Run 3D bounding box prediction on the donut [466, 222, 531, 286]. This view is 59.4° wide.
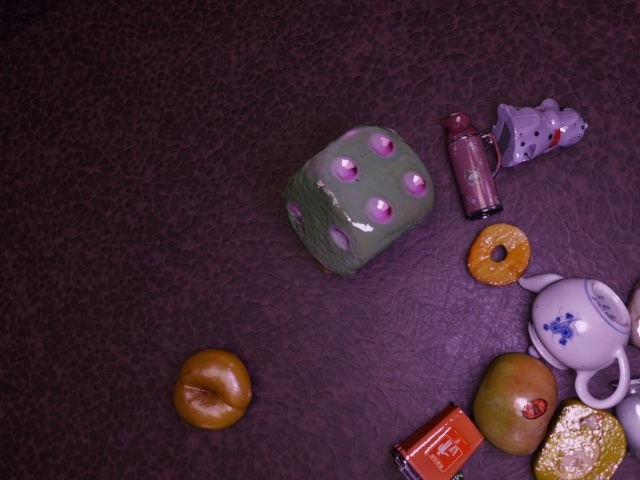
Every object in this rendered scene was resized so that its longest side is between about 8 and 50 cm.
[{"bbox_3d":[0.522,0.049,1.630,0.174,0.074,0.190,6,73,30],"label":"donut"}]

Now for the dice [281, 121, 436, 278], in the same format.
[{"bbox_3d":[0.103,-0.113,1.588,0.322,0.318,0.330,-37,83,-27],"label":"dice"}]

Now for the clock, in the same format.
[{"bbox_3d":[0.648,-0.325,1.637,0.253,0.189,0.189,-14,78,-3],"label":"clock"}]

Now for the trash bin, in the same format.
[{"bbox_3d":[0.325,0.578,1.559,0.238,0.184,0.161,-40,81,-11],"label":"trash bin"}]

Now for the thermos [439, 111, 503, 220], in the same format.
[{"bbox_3d":[0.458,-0.237,1.676,0.136,0.109,0.331,-25,73,45],"label":"thermos"}]

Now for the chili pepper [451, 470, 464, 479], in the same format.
[{"bbox_3d":[0.357,0.697,1.592,0.055,0.035,0.118,35,85,32],"label":"chili pepper"}]

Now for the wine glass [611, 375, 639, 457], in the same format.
[{"bbox_3d":[0.842,0.464,1.481,0.111,0.111,0.205,-9,77,11],"label":"wine glass"}]

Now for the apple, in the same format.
[{"bbox_3d":[0.518,0.431,1.493,0.193,0.261,0.261,22,86,25],"label":"apple"}]

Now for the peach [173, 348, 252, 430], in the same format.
[{"bbox_3d":[-0.330,0.460,1.729,0.251,0.153,0.251,-3,82,19],"label":"peach"}]

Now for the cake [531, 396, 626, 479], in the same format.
[{"bbox_3d":[0.683,0.557,1.486,0.179,0.156,0.261,28,89,22],"label":"cake"}]

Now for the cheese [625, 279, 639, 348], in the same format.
[{"bbox_3d":[0.979,0.207,1.494,0.326,0.115,0.318,-28,76,9],"label":"cheese"}]

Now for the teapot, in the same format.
[{"bbox_3d":[0.667,0.243,1.505,0.280,0.252,0.424,-49,47,37],"label":"teapot"}]

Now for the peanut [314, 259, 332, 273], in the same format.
[{"bbox_3d":[0.000,0.000,1.755,0.095,0.108,0.226,-21,81,-31],"label":"peanut"}]
